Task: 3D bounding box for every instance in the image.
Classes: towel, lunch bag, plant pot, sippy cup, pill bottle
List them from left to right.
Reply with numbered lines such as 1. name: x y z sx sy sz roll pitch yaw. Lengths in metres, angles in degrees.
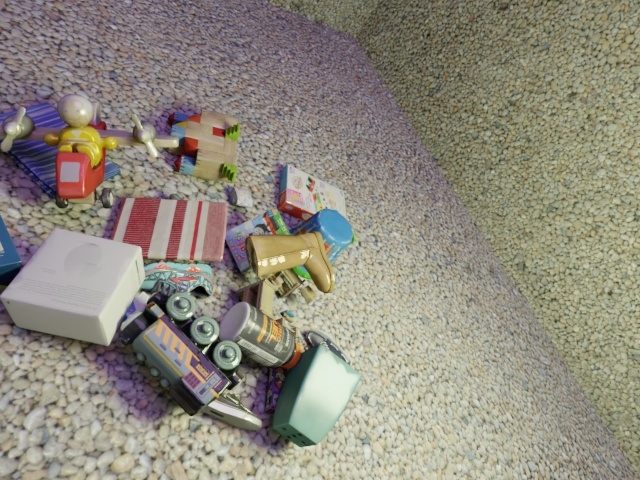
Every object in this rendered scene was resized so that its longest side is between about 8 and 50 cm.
1. towel: -0.823 -0.285 1.331 0.336 0.040 0.243 44 39 -3
2. towel: -0.463 -0.034 1.342 0.330 0.037 0.236 3 50 -9
3. lunch bag: -0.307 -0.161 1.670 0.071 0.053 0.083 6 44 -41
4. pill bottle: -0.167 0.292 1.271 0.246 0.131 0.130 40 37 -33
5. plant pot: -0.024 0.460 1.250 0.166 0.165 0.234 39 49 -9
6. sippy cup: 0.000 0.000 1.670 0.240 0.224 0.305 41 39 -7

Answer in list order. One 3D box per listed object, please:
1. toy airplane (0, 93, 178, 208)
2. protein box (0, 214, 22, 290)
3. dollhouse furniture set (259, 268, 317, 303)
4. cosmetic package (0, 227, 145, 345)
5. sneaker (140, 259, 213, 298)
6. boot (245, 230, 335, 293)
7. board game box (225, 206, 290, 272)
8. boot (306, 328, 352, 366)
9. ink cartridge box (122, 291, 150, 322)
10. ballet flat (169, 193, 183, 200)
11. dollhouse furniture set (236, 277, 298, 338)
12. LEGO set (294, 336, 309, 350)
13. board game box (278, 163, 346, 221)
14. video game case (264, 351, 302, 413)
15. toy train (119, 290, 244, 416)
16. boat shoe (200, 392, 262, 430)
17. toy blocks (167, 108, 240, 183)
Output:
1. toy airplane: -0.671 -0.302 1.237 0.385 0.272 0.386 32 48 17
2. protein box: -0.837 0.022 0.982 0.200 0.136 0.201 -19 71 -48
3. dollhouse furniture set: -0.130 0.173 1.486 0.181 0.101 0.161 52 25 7
4. cosmetic package: -0.593 0.113 1.068 0.224 0.138 0.224 13 44 -3
5. sneaker: -0.432 0.131 1.275 0.262 0.104 0.125 1 61 -40
6. boot: -0.099 0.084 1.423 0.270 0.089 0.235 -9 74 -38
7. board game box: -0.216 -0.002 1.525 0.212 0.039 0.160 -27 72 -4
8. boot: 0.020 0.365 1.451 0.190 0.069 0.086 34 6 20
9. ink cartridge box: -0.482 0.218 1.196 0.122 0.052 0.088 42 40 -4
10. ballet flat: -0.450 -0.063 1.455 0.221 0.077 0.079 46 59 -1
11. dollhouse furniture set: -0.177 0.240 1.412 0.184 0.129 0.129 45 33 -39
12. LEGO set: -0.071 0.350 1.469 0.083 0.023 0.054 22 45 -26
13. board game box: -0.032 -0.181 1.919 0.317 0.064 0.242 23 45 -26
14. video game case: -0.059 0.460 1.371 0.232 0.042 0.210 25 42 -24
15. toy train: -0.353 0.284 1.112 0.334 0.142 0.190 47 46 0
16. boat shoe: -0.251 0.452 1.182 0.220 0.078 0.070 31 43 -15
17. toy blocks: -0.458 -0.377 1.650 0.261 0.190 0.381 9 50 -22
